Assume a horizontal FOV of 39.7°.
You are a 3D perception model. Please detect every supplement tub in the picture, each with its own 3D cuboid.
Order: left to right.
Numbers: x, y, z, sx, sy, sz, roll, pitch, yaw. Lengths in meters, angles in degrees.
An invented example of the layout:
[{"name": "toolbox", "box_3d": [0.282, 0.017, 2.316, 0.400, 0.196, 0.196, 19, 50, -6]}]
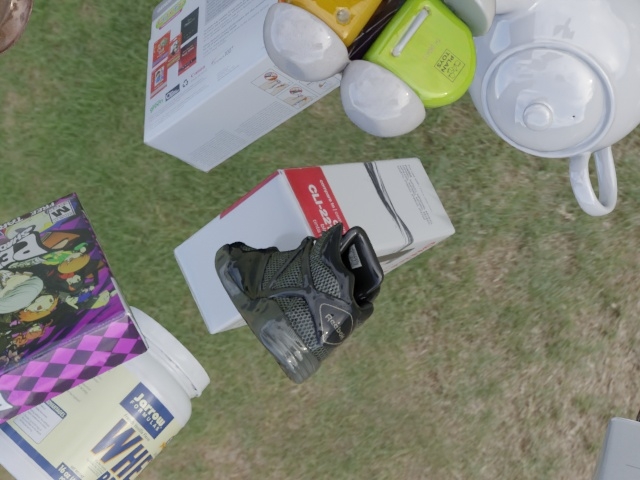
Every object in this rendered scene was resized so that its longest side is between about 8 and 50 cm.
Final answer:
[{"name": "supplement tub", "box_3d": [-0.370, 0.294, 1.504, 0.235, 0.235, 0.325, 35, 68, 19]}]

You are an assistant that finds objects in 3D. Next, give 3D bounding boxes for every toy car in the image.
[{"name": "toy car", "box_3d": [0.043, -0.174, 0.745, 0.182, 0.136, 0.159, 35, 78, -4]}]

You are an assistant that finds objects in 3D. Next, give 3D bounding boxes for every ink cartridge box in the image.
[{"name": "ink cartridge box", "box_3d": [-0.118, -0.298, 1.326, 0.310, 0.130, 0.271, -27, 54, 36]}, {"name": "ink cartridge box", "box_3d": [0.000, 0.000, 1.049, 0.197, 0.273, 0.114, -34, 77, 37]}]

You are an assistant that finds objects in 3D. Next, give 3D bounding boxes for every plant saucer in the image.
[{"name": "plant saucer", "box_3d": [-0.543, -0.398, 1.439, 0.036, 0.199, 0.198, 17, 99, 18]}]

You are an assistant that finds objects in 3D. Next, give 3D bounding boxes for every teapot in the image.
[{"name": "teapot", "box_3d": [0.279, -0.185, 1.049, 0.256, 0.187, 0.252, 24, 137, 7]}]

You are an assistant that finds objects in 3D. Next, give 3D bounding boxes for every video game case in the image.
[{"name": "video game case", "box_3d": [-0.258, 0.065, 0.636, 0.232, 0.210, 0.041, -26, 124, -11]}]

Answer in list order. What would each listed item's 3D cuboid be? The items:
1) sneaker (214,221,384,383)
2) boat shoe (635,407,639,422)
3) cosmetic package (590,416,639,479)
[{"name": "sneaker", "box_3d": [-0.019, 0.036, 0.815, 0.130, 0.227, 0.087, -37, 114, -8]}, {"name": "boat shoe", "box_3d": [0.474, 0.195, 1.206, 0.257, 0.095, 0.095, -62, 25, -8]}, {"name": "cosmetic package", "box_3d": [0.121, 0.198, 0.312, 0.107, 0.238, 0.127, 12, 136, 17]}]
